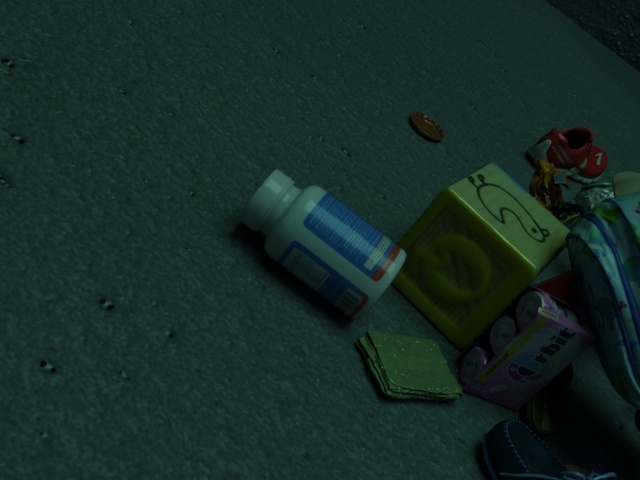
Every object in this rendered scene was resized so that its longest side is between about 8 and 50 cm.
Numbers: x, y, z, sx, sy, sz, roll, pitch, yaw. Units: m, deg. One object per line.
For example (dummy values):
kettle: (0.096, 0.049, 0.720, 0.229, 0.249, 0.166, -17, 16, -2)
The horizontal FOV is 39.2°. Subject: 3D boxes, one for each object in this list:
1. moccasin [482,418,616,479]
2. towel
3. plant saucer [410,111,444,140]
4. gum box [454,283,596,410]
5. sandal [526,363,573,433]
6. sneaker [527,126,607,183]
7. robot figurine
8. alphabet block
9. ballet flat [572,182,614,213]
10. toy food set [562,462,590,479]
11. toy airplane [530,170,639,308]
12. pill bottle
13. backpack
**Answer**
moccasin: (0.351, 0.362, 1.153, 0.137, 0.117, 0.342, -11, 56, -50)
towel: (0.125, 0.177, 1.253, 0.148, 0.027, 0.110, 9, 41, -35)
plant saucer: (0.222, -0.236, 1.874, 0.083, 0.013, 0.083, 26, 34, -18)
gum box: (0.294, 0.155, 1.292, 0.107, 0.188, 0.062, 23, 35, -22)
sandal: (0.341, 0.228, 1.381, 0.072, 0.049, 0.180, 39, 44, -9)
sneaker: (0.610, -0.210, 2.116, 0.279, 0.118, 0.107, -1, 49, -44)
robot figurine: (0.368, -0.057, 1.634, 0.291, 0.211, 0.085, -65, 134, -66)
alphabet block: (0.246, 0.019, 1.414, 0.192, 0.193, 0.197, 43, 33, 11)
ballet flat: (0.717, -0.040, 2.030, 0.409, 0.147, 0.147, 5, 45, -36)
toy food set: (0.368, 0.352, 1.272, 0.083, 0.020, 0.082, -7, 53, -47)
toy airplane: (0.600, 0.096, 1.585, 0.384, 0.272, 0.386, 33, 64, 16)
pill bottle: (0.000, 0.000, 1.264, 0.221, 0.124, 0.124, 38, 32, -1)
backpack: (0.492, 0.100, 1.286, 0.273, 0.355, 0.290, 1, 3, 13)
